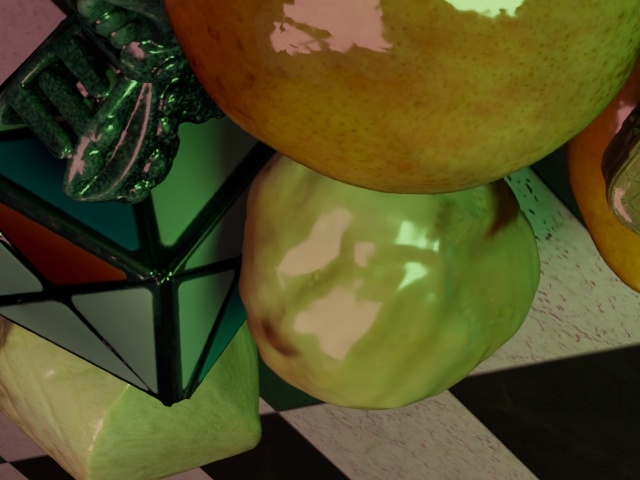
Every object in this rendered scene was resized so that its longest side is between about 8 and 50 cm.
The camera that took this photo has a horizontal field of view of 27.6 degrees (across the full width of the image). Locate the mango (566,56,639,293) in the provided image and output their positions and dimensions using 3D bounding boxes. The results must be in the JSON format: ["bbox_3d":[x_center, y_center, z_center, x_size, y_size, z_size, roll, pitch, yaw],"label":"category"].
[{"bbox_3d":[0.244,-0.047,0.925,0.147,0.109,0.227,34,154,45],"label":"mango"}]

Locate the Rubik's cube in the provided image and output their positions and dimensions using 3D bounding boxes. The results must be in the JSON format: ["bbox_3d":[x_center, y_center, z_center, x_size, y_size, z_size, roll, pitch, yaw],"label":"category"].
[{"bbox_3d":[-0.173,-0.036,1.216,0.250,0.246,0.248,27,150,13],"label":"Rubik's cube"}]

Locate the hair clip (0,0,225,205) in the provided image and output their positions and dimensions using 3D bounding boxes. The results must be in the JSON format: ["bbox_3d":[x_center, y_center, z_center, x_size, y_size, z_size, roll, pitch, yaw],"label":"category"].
[{"bbox_3d":[-0.124,-0.169,0.976,0.194,0.206,0.310,48,149,14],"label":"hair clip"}]

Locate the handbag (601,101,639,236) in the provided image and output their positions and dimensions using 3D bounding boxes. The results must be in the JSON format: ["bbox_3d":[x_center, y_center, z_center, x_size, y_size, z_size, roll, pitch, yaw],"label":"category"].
[{"bbox_3d":[0.280,-0.064,0.804,0.151,0.072,0.193,37,111,-7],"label":"handbag"}]

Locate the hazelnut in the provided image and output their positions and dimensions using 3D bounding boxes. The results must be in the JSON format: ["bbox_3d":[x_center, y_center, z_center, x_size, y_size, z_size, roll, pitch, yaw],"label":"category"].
[{"bbox_3d":[0.047,0.012,1.077,0.241,0.261,0.261,21,151,54],"label":"hazelnut"}]

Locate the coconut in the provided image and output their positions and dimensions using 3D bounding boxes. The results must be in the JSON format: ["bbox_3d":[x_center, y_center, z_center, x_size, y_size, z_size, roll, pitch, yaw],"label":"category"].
[{"bbox_3d":[-0.199,0.137,1.456,0.329,0.329,0.329,25,149,17],"label":"coconut"}]

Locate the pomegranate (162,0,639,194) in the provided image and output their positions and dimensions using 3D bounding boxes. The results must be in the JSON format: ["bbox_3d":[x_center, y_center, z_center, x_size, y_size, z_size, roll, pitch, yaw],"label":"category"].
[{"bbox_3d":[0.065,-0.180,0.757,0.319,0.319,0.319,25,149,17],"label":"pomegranate"}]
